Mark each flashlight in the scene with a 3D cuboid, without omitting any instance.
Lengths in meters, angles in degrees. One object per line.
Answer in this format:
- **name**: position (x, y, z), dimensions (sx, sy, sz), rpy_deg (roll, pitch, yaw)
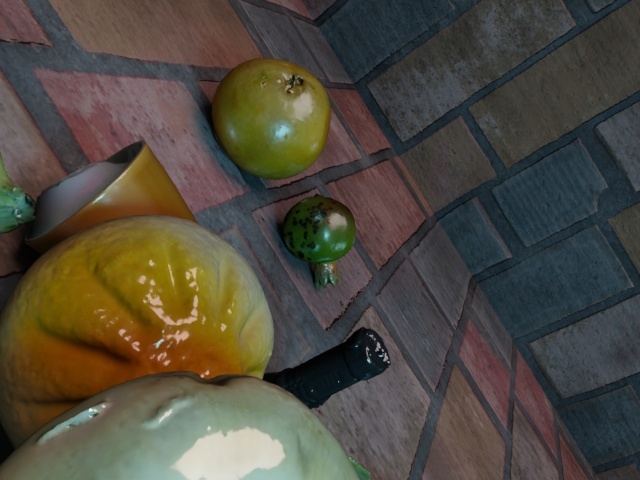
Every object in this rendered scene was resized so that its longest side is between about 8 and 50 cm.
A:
- **flashlight**: position (-0.003, 0.206, 0.818), dimensions (0.093, 0.231, 0.093), rpy_deg (42, 31, -32)

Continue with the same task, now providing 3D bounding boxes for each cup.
- **cup**: position (-0.236, 0.005, 0.731), dimensions (0.264, 0.182, 0.226), rpy_deg (53, -8, -28)

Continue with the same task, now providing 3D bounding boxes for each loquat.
- **loquat**: position (-0.106, -0.257, 1.182), dimensions (0.263, 0.263, 0.263), rpy_deg (43, 28, -30)

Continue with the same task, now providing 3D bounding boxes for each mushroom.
- **mushroom**: position (-0.088, 0.277, 0.373), dimensions (0.315, 0.315, 0.356), rpy_deg (32, 26, -45)

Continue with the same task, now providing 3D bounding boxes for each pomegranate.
- **pomegranate**: position (0.000, 0.000, 1.194), dimensions (0.159, 0.159, 0.205), rpy_deg (-34, 117, -66)

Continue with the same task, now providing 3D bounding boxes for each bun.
- **bun**: position (-0.160, 0.124, 0.563), dimensions (0.298, 0.164, 0.299), rpy_deg (-5, 98, -41)

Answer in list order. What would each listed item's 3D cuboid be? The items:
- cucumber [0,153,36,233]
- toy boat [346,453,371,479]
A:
- **cucumber**: position (-0.428, -0.153, 0.601), dimensions (0.145, 0.105, 0.326), rpy_deg (-13, 71, -37)
- **toy boat**: position (0.098, 0.432, 0.924), dimensions (0.293, 0.093, 0.055), rpy_deg (42, 47, -32)
